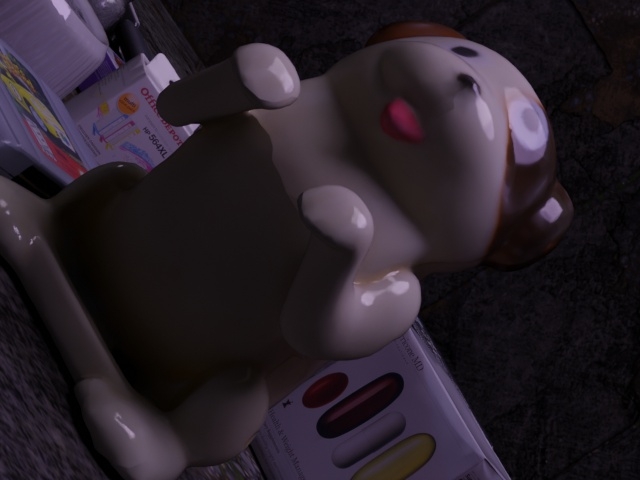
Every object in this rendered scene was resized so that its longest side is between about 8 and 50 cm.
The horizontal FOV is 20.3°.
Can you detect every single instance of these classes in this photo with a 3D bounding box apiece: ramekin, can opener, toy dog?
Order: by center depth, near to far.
[{"bbox_3d":[0.000,0.000,1.411,0.285,0.408,0.395,60,6,29],"label":"toy dog"},{"bbox_3d":[-0.296,-0.227,1.739,0.207,0.109,0.207,56,4,-6],"label":"ramekin"},{"bbox_3d":[-0.263,-0.250,2.460,0.095,0.076,0.283,53,7,-37],"label":"can opener"}]

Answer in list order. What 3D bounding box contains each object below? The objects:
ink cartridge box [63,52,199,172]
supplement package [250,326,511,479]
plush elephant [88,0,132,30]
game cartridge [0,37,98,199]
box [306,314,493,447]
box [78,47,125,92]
[{"bbox_3d":[-0.196,-0.115,1.802,0.092,0.143,0.090,55,5,-21],"label":"ink cartridge box"},{"bbox_3d":[0.064,0.230,1.807,0.194,0.203,0.149,60,5,38],"label":"supplement package"},{"bbox_3d":[-0.293,-0.448,2.371,0.255,0.272,0.330,55,-5,-15],"label":"plush elephant"},{"bbox_3d":[-0.266,-0.100,1.553,0.196,0.060,0.294,55,3,23],"label":"game cartridge"},{"bbox_3d":[0.052,0.138,2.512,0.318,0.097,0.395,37,14,-31],"label":"box"},{"bbox_3d":[-0.197,-0.094,2.186,0.293,0.057,0.201,59,6,28],"label":"box"}]
